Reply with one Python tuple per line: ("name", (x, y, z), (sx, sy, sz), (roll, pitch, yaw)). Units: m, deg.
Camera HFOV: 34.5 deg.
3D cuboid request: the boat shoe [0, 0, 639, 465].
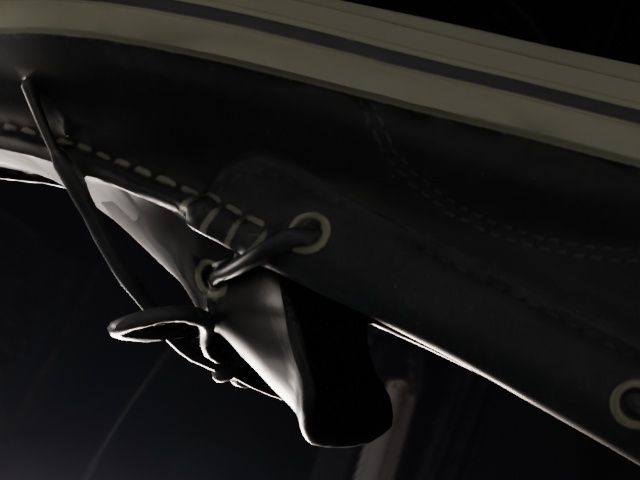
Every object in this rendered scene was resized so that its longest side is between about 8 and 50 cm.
("boat shoe", (0.000, 0.000, 0.416), (0.499, 0.187, 0.156), (15, -93, 20))
